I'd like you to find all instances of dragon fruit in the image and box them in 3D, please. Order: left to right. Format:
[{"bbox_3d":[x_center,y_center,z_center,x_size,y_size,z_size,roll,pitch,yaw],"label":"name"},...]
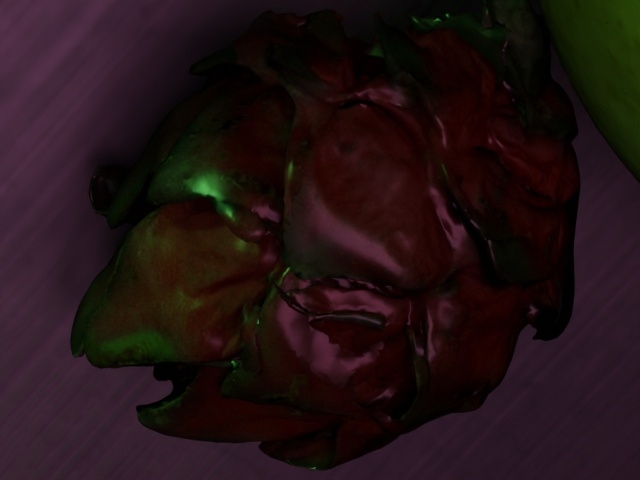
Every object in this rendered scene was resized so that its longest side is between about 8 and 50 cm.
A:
[{"bbox_3d":[0.006,-0.002,0.586,0.182,0.189,0.182,6,76,-27],"label":"dragon fruit"}]

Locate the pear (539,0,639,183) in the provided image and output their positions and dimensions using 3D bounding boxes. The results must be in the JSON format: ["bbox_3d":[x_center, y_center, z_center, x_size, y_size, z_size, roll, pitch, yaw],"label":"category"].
[{"bbox_3d":[0.235,-0.126,0.507,0.348,0.348,0.348,-5,112,-13],"label":"pear"}]
